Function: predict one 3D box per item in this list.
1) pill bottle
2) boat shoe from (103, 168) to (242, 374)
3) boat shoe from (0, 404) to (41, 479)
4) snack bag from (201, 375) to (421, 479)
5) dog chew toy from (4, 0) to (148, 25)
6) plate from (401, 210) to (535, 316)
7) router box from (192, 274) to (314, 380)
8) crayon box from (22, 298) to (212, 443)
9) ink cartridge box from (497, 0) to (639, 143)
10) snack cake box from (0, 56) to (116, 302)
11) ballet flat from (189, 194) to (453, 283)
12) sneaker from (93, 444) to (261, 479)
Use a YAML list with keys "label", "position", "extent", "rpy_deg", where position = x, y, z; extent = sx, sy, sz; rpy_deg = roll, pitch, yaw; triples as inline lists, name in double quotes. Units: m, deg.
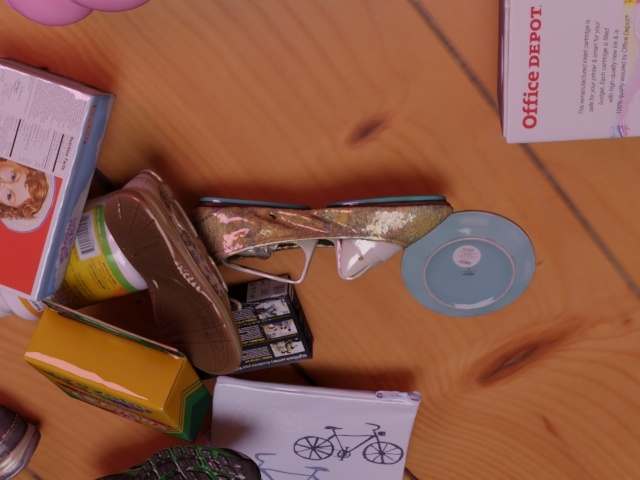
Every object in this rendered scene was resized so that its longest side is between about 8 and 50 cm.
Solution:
- label: "pill bottle"
  position: [-0.350, 0.029, 1.534]
  extent: [0.245, 0.136, 0.136]
  rpy_deg: [-16, 124, 13]
- label: "boat shoe"
  position: [-0.169, 0.043, 1.467]
  extent: [0.104, 0.089, 0.285]
  rpy_deg: [-11, 117, 29]
- label: "boat shoe"
  position: [-0.609, 0.346, 1.797]
  extent: [0.355, 0.132, 0.130]
  rpy_deg: [-28, 112, 10]
- label: "snack bag"
  position: [-0.024, 0.327, 1.793]
  extent: [0.323, 0.037, 0.343]
  rpy_deg: [5, 133, -1]
- label: "dog chew toy"
  position: [-0.219, -0.342, 1.229]
  extent: [0.331, 0.207, 0.206]
  rpy_deg: [-25, 122, 29]
- label: "plate"
  position: [0.206, 0.041, 1.599]
  extent: [0.188, 0.024, 0.188]
  rpy_deg: [1, 127, 2]
- label: "router box"
  position: [-0.112, 0.128, 1.657]
  extent: [0.178, 0.046, 0.133]
  rpy_deg: [-11, 127, 10]
- label: "crayon box"
  position: [-0.270, 0.180, 1.546]
  extent: [0.202, 0.081, 0.318]
  rpy_deg: [19, 162, 10]
- label: "ink cartridge box"
  position: [0.347, -0.231, 1.336]
  extent: [0.278, 0.117, 0.201]
  rpy_deg: [-3, 126, 3]
- label: "snack cake box"
  position: [-0.365, -0.076, 1.406]
  extent: [0.152, 0.089, 0.264]
  rpy_deg: [19, 101, 5]
- label: "ballet flat"
  position: [0.000, 0.000, 1.510]
  extent: [0.348, 0.123, 0.123]
  rpy_deg: [0, 127, 5]
- label: "sneaker"
  position: [-0.214, 0.368, 1.755]
  extent: [0.343, 0.146, 0.134]
  rpy_deg: [-18, 91, 40]
